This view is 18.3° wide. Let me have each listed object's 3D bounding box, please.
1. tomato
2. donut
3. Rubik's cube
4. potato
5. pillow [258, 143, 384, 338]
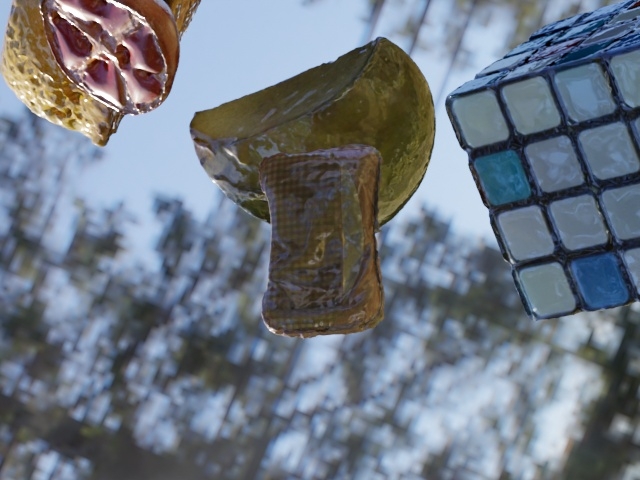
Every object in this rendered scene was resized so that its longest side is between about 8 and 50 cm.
[{"bbox_3d":[-0.194,-0.202,1.954,0.069,0.155,0.155,-50,-22,-39],"label":"tomato"},{"bbox_3d":[-0.214,-0.330,2.211,0.435,0.163,0.377,-66,0,-73],"label":"donut"},{"bbox_3d":[0.193,-0.058,1.196,0.151,0.154,0.155,-35,-74,-50],"label":"Rubik's cube"},{"bbox_3d":[0.012,-0.120,2.228,0.255,0.269,0.112,128,158,-50],"label":"potato"},{"bbox_3d":[0.003,0.000,2.072,0.034,0.135,0.211,60,-154,-68],"label":"pillow"}]
